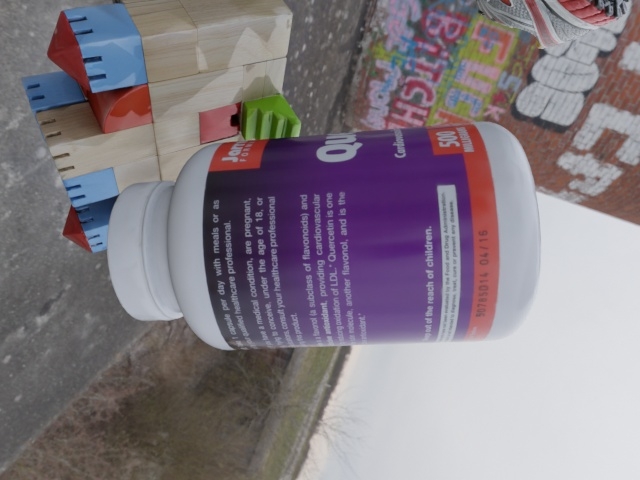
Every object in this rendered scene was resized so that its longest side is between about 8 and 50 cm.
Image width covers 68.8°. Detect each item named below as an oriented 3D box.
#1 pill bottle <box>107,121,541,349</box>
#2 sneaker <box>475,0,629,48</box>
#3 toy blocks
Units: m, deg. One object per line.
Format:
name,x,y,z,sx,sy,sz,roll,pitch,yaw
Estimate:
pill bottle,0.000,0.000,0.406,0.181,0.322,0.182,-3,90,-85
sneaker,0.156,-0.242,0.412,0.088,0.225,0.092,-65,-165,-17
toy blocks,-0.185,-0.132,0.523,0.260,0.191,0.381,-21,155,-25
